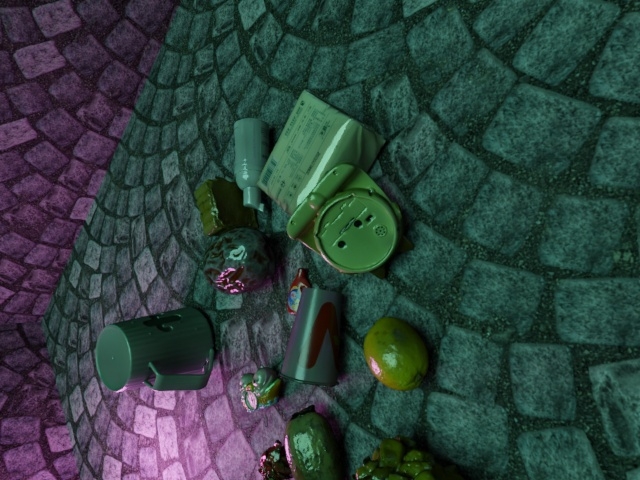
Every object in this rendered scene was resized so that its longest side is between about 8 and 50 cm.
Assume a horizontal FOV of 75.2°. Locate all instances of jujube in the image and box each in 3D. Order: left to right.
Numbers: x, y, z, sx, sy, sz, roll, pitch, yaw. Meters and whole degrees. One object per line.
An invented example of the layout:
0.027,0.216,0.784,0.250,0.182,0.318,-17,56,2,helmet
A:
-0.305,0.077,1.575,0.308,0.215,0.246,-38,78,36,jujube

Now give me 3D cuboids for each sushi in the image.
0.239,0.656,0.990,0.329,0.328,0.285,9,79,42,sushi

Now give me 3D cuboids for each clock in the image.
-0.225,0.543,1.528,0.231,0.103,0.144,-31,73,34,clock
0.103,-0.036,1.230,0.348,0.117,0.286,40,106,-5,clock

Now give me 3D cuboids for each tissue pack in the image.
-0.009,-0.261,1.391,0.297,0.207,0.380,45,112,36,tissue pack

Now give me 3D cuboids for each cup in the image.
-0.647,0.451,1.718,0.401,0.392,0.310,-5,87,34,cup
-0.014,0.304,1.343,0.203,0.203,0.288,0,77,40,cup

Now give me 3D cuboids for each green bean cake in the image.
-0.379,-0.127,1.674,0.131,0.230,0.224,-28,71,36,green bean cake

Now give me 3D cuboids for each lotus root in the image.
-0.010,0.686,1.304,0.173,0.173,0.309,-31,73,33,lotus root

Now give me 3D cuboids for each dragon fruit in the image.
-0.143,0.759,1.418,0.142,0.130,0.121,-28,50,-10,dragon fruit

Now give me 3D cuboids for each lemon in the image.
0.209,0.314,1.161,0.170,0.170,0.207,-54,47,21,lemon

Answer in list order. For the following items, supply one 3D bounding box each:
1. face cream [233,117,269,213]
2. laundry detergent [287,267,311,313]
-0.274,-0.287,1.657,0.145,0.145,0.369,-11,75,38,face cream
-0.070,0.181,1.485,0.097,0.049,0.165,4,85,33,laundry detergent
